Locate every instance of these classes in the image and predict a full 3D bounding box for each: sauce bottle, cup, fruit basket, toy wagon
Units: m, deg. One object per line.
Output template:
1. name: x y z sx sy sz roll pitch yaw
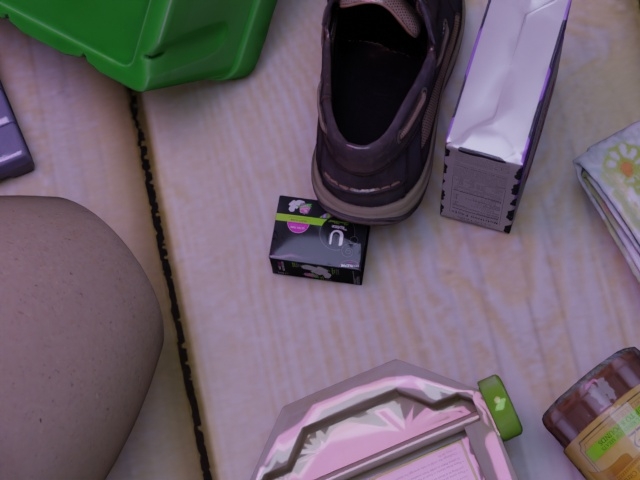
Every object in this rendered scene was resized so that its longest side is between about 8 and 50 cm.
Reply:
1. sauce bottle: 0.331 0.245 1.510 0.111 0.111 0.344 -39 75 -8
2. cup: -0.271 0.093 1.513 0.331 0.331 0.237 43 56 14
3. fruit basket: -0.176 -0.341 1.682 0.392 0.283 0.392 14 33 -10
4. toy wagon: 0.074 0.275 1.514 0.267 0.068 0.344 -23 67 4

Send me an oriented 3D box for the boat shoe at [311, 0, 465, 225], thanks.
1. boat shoe: 0.065 -0.188 1.629 0.132 0.130 0.355 3 61 2

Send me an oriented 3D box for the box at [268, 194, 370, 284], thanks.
1. box: 0.000 0.000 1.634 0.083 0.052 0.062 7 73 4

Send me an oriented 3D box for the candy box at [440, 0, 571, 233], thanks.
1. candy box: 0.159 -0.115 1.584 0.070 0.196 0.165 16 75 7

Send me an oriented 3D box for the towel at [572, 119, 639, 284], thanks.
1. towel: 0.450 -0.018 1.595 0.374 0.090 0.320 -26 74 -5

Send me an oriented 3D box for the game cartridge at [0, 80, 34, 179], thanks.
1. game cartridge: -0.470 -0.103 1.692 0.355 0.068 0.230 -23 77 -4
